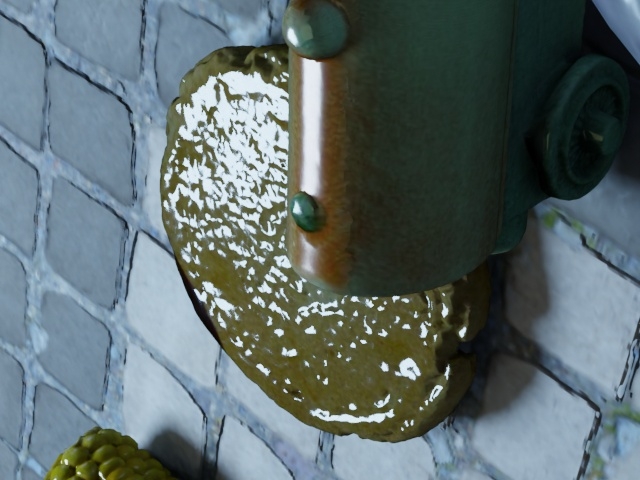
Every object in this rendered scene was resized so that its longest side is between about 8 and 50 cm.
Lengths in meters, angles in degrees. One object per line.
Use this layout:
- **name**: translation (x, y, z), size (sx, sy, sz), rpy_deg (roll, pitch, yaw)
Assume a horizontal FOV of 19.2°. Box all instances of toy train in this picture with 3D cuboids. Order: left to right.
- **toy train**: translation (0.049, -0.110, 0.764), size (0.116, 0.177, 0.285), rpy_deg (27, 130, 34)

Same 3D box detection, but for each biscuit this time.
- **biscuit**: translation (0.000, 0.000, 0.979), size (0.226, 0.042, 0.226), rpy_deg (22, 124, 37)

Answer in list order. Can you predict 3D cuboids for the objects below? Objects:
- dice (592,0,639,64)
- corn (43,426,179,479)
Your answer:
- **dice**: translation (0.227, -0.161, 0.477), size (0.270, 0.271, 0.270), rpy_deg (19, 123, 39)
- **corn**: translation (-0.057, 0.243, 1.129), size (0.310, 0.101, 0.101), rpy_deg (42, 136, 20)
